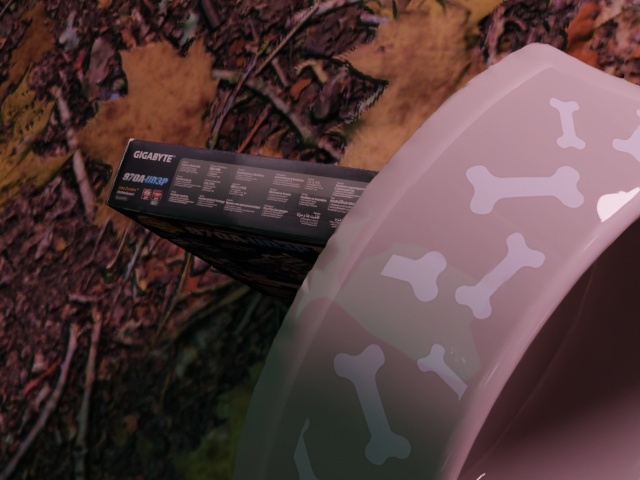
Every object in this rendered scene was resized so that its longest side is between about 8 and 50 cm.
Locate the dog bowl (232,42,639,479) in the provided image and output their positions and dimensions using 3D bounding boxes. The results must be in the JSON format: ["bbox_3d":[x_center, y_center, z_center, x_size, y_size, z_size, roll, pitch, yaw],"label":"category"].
[{"bbox_3d":[0.108,0.069,0.999,0.102,0.349,0.348,31,90,29],"label":"dog bowl"}]

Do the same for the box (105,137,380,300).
[{"bbox_3d":[0.000,0.000,1.211,0.220,0.175,0.051,9,75,40],"label":"box"}]
